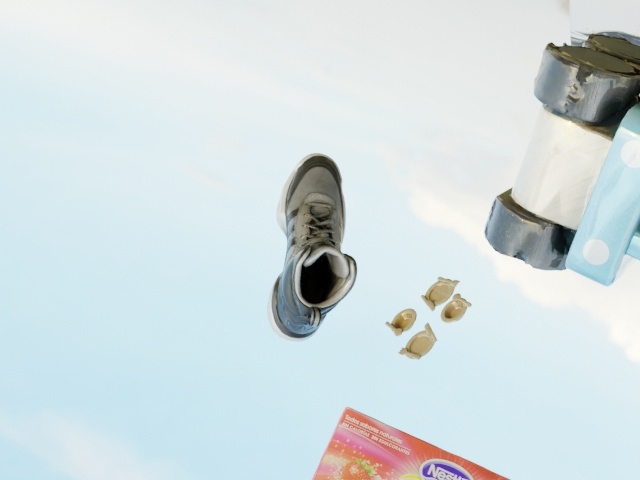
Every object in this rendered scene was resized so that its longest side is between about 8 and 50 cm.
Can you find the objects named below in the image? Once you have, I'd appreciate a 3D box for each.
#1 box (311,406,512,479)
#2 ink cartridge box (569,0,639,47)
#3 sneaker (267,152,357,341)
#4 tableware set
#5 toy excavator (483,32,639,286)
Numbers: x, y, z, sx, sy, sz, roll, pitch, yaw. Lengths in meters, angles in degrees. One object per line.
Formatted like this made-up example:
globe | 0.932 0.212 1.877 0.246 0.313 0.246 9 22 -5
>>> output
box | 0.138 0.346 1.488 0.300 0.142 0.154 23 163 8
ink cartridge box | 0.530 -0.393 1.830 0.166 0.394 0.285 20 -137 37
sneaker | 0.000 0.000 1.578 0.101 0.268 0.153 12 167 -16
tableware set | 0.191 0.134 2.056 0.020 0.169 0.141 49 178 -30
toy excavator | 0.392 -0.019 1.150 0.445 0.222 0.433 24 -156 20
